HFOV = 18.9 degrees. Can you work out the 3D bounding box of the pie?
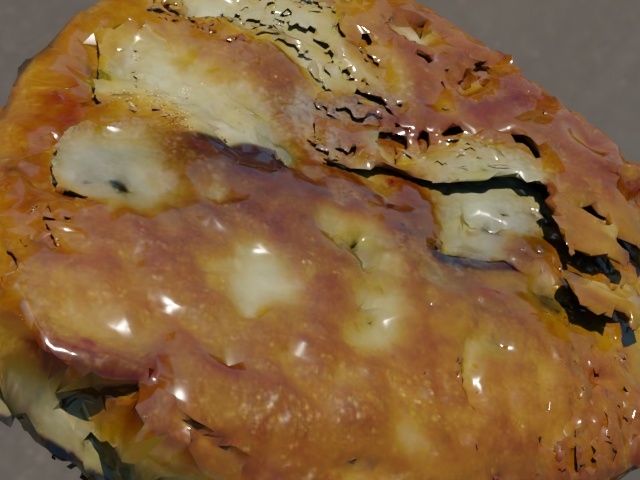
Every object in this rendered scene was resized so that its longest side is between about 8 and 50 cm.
[{"bbox_3d":[0.000,-0.001,0.722,0.308,0.085,0.308,12,40,-10],"label":"pie"}]
